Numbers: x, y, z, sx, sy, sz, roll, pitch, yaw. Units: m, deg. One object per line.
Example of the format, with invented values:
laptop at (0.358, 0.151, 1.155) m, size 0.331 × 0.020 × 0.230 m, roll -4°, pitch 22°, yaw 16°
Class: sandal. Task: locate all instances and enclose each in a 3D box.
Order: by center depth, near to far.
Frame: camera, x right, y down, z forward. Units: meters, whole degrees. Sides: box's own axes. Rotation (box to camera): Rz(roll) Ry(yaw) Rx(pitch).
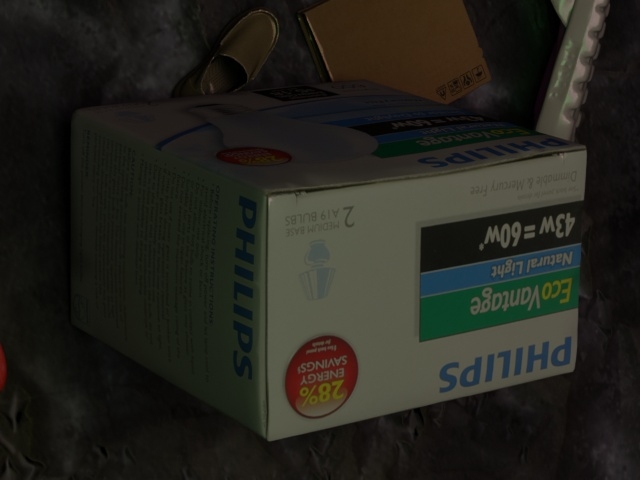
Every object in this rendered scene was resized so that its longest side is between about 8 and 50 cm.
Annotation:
sandal at (0.278, -0.292, 2.157) m, size 0.102 × 0.169 × 0.416 m, roll 13°, pitch 81°, yaw 8°

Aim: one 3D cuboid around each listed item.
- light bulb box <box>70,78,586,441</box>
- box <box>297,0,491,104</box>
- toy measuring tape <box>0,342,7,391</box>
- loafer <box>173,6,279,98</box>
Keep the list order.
light bulb box at (0.000, 0.000, 1.806) m, size 0.358 × 0.361 × 0.225 m, roll -9°, pitch 109°, yaw -33°
box at (0.083, -0.209, 2.083) m, size 0.201 × 0.021 × 0.164 m, roll -30°, pitch 105°, yaw -29°
toy measuring tape at (-0.355, 0.057, 1.744) m, size 0.121 × 0.121 × 0.330 m, roll -13°, pitch 97°, yaw -32°
loafer at (-0.087, -0.180, 1.955) m, size 0.056 × 0.050 × 0.148 m, roll 48°, pitch 67°, yaw -25°
